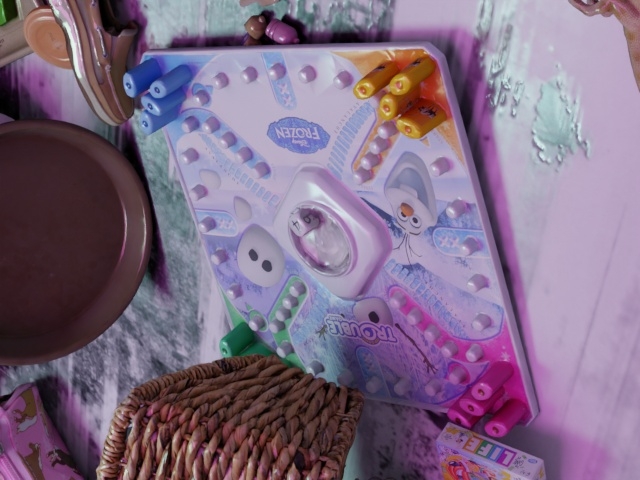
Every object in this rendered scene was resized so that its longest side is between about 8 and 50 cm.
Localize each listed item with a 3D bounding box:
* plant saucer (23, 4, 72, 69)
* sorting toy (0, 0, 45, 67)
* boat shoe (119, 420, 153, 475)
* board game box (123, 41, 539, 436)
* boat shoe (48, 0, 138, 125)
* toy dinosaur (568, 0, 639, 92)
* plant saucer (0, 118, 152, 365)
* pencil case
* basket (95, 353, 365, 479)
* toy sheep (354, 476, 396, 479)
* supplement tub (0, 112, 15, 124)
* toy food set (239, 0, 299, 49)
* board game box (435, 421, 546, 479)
[{"bbox_3d":[-0.279,-0.215,1.682,0.083,0.013,0.083,12,138,11],"label":"plant saucer"},{"bbox_3d":[-0.377,-0.305,1.726,0.307,0.041,0.229,-13,105,48],"label":"sorting toy"},{"bbox_3d":[-0.139,0.230,1.757,0.113,0.105,0.306,32,153,-33],"label":"boat shoe"},{"bbox_3d":[0.000,0.000,1.530,0.390,0.050,0.390,5,121,42],"label":"board game box"},{"bbox_3d":[-0.222,-0.205,1.623,0.072,0.068,0.190,-12,123,13],"label":"boat shoe"},{"bbox_3d":[0.238,-0.175,1.196,0.092,0.053,0.183,28,132,27],"label":"toy dinosaur"},{"bbox_3d":[-0.317,0.000,1.704,0.041,0.277,0.278,31,138,58],"label":"plant saucer"},{"bbox_3d":[-0.342,0.379,2.041,0.160,0.167,0.386,-28,95,35],"label":"pencil case"},{"bbox_3d":[-0.100,0.260,1.562,0.223,0.213,0.299,16,114,5],"label":"basket"},{"bbox_3d":[0.076,0.291,1.635,0.132,0.091,0.091,20,129,18],"label":"toy sheep"},{"bbox_3d":[-0.486,-0.038,1.853,0.331,0.241,0.241,-4,112,46],"label":"supplement tub"},{"bbox_3d":[-0.043,-0.173,1.499,0.078,0.019,0.122,-5,111,46],"label":"toy food set"},{"bbox_3d":[0.171,0.247,1.515,0.103,0.026,0.154,18,144,30],"label":"board game box"}]
